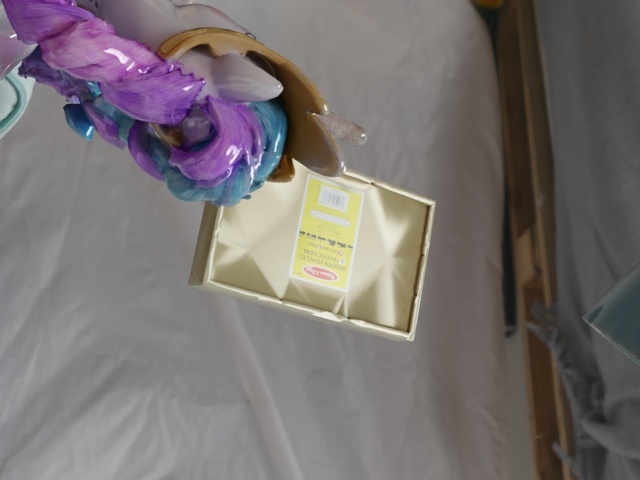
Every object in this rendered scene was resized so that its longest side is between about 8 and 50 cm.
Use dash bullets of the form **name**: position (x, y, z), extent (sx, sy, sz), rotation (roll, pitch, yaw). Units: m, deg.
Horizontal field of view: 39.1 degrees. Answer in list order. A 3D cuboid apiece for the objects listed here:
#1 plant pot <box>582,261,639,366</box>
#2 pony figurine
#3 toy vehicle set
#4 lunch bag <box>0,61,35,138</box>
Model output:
- **plant pot**: position (0.296, 0.055, 0.403), extent (0.195, 0.290, 0.290), rotation (-52, 135, 6)
- **pony figurine**: position (-0.172, -0.166, 0.452), extent (0.351, 0.363, 0.303), rotation (10, 124, -41)
- **toy vehicle set**: position (0.000, 0.000, 0.968), extent (0.267, 0.166, 0.035), rotation (18, 167, -29)
- **lunch bag**: position (-0.356, -0.127, 0.687), extent (0.279, 0.108, 0.224), rotation (-27, 134, 31)
